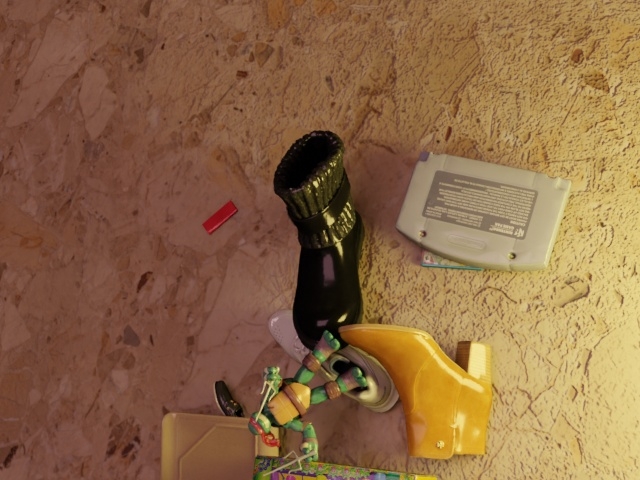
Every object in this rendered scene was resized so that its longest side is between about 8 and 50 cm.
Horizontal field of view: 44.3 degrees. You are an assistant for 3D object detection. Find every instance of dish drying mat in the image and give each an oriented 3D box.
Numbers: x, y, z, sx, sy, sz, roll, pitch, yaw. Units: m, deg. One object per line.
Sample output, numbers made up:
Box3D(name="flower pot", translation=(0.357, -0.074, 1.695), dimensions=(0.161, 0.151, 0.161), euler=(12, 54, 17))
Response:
Box3D(name="dish drying mat", translation=(-0.220, -0.050, 1.719), dimensions=(0.083, 0.008, 0.032), euler=(-40, 64, 5))

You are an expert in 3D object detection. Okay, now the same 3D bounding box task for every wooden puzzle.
Box3D(name="wooden puzzle", translation=(-0.193, 0.446, 1.510), dimensions=(0.238, 0.044, 0.221), euler=(0, 88, 17))

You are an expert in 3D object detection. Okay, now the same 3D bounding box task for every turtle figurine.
Box3D(name="turtle figurine", translation=(-0.045, 0.269, 1.322), dimensions=(0.234, 0.175, 0.118), euler=(-39, 19, -15))

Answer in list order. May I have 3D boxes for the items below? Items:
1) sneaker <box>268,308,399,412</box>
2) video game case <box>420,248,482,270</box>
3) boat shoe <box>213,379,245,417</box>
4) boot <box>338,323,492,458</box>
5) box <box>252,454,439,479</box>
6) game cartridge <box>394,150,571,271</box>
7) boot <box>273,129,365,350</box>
Box3D(name="sneaker", translation=(0.016, 0.209, 1.474), dimensions=(0.297, 0.129, 0.111), euler=(28, 87, 28))
Box3D(name="video game case", translation=(0.262, -0.027, 1.515), dimensions=(0.119, 0.015, 0.166), euler=(3, 74, 23))
Box3D(name="boat shoe", translation=(-0.173, 0.335, 1.553), dimensions=(0.042, 0.049, 0.133), euler=(-30, 72, 15))
Box3D(name="boot", translation=(0.161, 0.263, 1.354), dimensions=(0.294, 0.104, 0.211), euler=(12, 77, -11))
Box3D(name="box", translation=(0.034, 0.525, 1.336), dimensions=(0.289, 0.177, 0.279), euler=(1, 74, 22))
Box3D(name="game cartridge", translation=(0.297, -0.050, 1.471), dimensions=(0.294, 0.060, 0.196), euler=(15, 76, 25))
Box3D(name="boot", translation=(-0.004, -0.001, 1.423), dimensions=(0.131, 0.260, 0.348), euler=(-5, 51, 11))
